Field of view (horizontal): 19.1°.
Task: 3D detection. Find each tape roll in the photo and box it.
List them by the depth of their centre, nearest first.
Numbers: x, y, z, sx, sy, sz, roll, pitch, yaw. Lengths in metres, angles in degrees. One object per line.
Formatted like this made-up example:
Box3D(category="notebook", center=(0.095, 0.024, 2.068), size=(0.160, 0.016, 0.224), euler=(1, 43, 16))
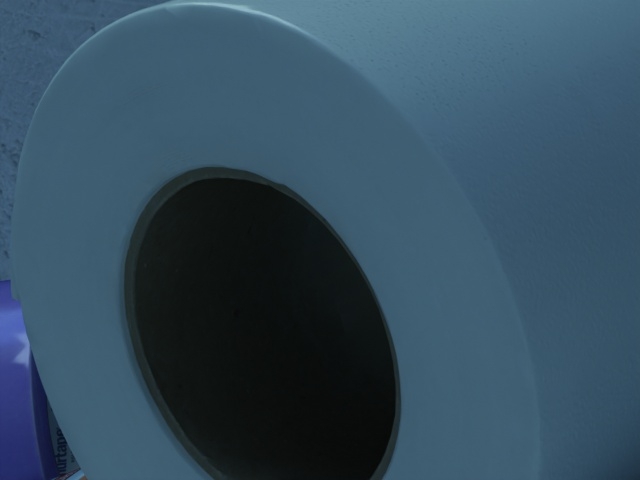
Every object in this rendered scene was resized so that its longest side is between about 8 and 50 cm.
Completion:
Box3D(category="tape roll", center=(0.028, 0.012, 0.707), size=(0.169, 0.246, 0.246), euler=(-25, 2, -44))
Box3D(category="tape roll", center=(-0.198, 0.119, 1.245), size=(0.080, 0.189, 0.189), euler=(-7, 4, 8))

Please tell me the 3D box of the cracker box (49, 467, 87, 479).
Box3D(category="cracker box", center=(-0.234, 0.212, 1.095), size=(0.232, 0.067, 0.156), euler=(-24, 2, 18))
